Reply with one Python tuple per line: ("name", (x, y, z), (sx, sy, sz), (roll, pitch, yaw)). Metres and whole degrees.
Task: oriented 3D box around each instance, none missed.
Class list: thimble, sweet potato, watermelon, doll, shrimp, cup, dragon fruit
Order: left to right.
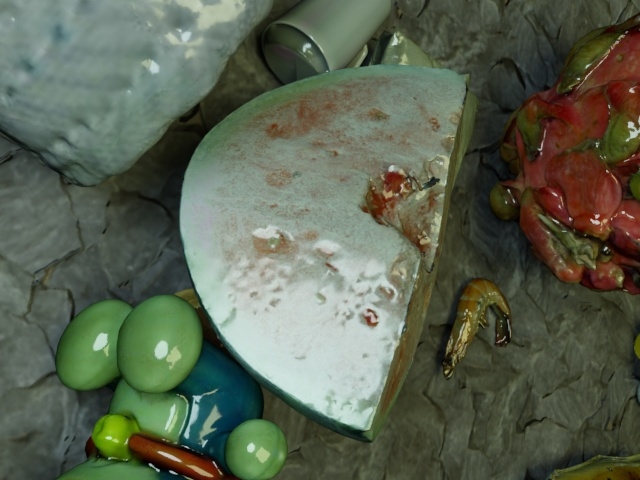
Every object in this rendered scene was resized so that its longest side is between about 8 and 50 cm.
("thimble", (-0.141, -0.168, 0.507), (0.157, 0.217, 0.245), (38, 86, -25))
("doll", (-0.121, 0.208, 0.533), (0.186, 0.198, 0.322), (33, 65, -39))
("sweet potato", (-0.081, 0.085, 0.647), (0.049, 0.049, 0.117), (-45, 122, -25))
("watermelon", (0.000, 0.005, 0.612), (0.175, 0.188, 0.322), (93, 19, -44))
("cup", (0.011, -0.178, 0.700), (0.116, 0.074, 0.104), (-49, 140, -29))
("shrimp", (0.168, 0.103, 0.833), (0.091, 0.025, 0.127), (45, 64, -28))
("dragon fruit", (0.308, -0.080, 0.809), (0.263, 0.296, 0.314), (-32, 116, 6))

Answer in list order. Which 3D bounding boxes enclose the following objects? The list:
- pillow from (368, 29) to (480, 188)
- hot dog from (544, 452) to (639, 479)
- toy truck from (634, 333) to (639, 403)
("pillow", (0.076, -0.068, 0.749), (0.148, 0.050, 0.230), (24, 83, -30))
("hot dog", (0.340, 0.340, 0.922), (0.270, 0.082, 0.163), (5, 87, -34))
("toy truck", (0.515, 0.182, 1.031), (0.227, 0.098, 0.114), (21, 73, -32))
